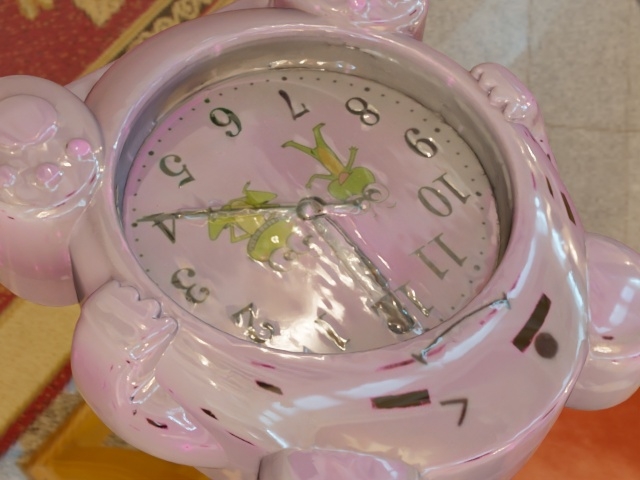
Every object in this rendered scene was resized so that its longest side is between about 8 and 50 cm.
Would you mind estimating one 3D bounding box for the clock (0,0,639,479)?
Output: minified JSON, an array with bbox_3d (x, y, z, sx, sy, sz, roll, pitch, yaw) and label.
[{"bbox_3d":[0.000,0.000,0.605,0.295,0.322,0.113,-32,155,-24],"label":"clock"}]
